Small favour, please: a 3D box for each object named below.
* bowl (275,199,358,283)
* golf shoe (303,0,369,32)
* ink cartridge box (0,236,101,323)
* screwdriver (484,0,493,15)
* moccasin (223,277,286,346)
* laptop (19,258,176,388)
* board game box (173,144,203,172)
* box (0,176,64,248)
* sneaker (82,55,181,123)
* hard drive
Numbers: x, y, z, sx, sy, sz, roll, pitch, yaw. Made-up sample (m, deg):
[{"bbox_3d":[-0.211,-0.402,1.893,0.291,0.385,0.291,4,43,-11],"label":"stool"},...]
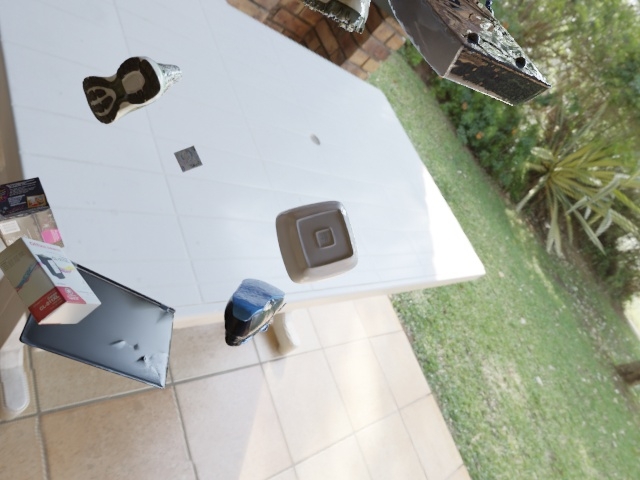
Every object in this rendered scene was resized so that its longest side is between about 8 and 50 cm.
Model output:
[{"bbox_3d":[0.000,0.000,0.746,0.142,0.053,0.142,-14,88,-20],"label":"bowl"},{"bbox_3d":[0.040,-0.417,0.651,0.105,0.120,0.273,20,44,-17],"label":"golf shoe"},{"bbox_3d":[-0.573,0.087,0.892,0.175,0.072,0.127,49,-5,9],"label":"ink cartridge box"},{"bbox_3d":[0.292,-0.432,0.720,0.024,0.170,0.025,-22,40,-29],"label":"screwdriver"},{"bbox_3d":[-0.184,0.176,1.080,0.137,0.117,0.342,23,5,9],"label":"moccasin"},{"bbox_3d":[-0.654,0.232,1.229,0.382,0.408,0.236,38,60,-36],"label":"laptop"},{"bbox_3d":[-0.552,-0.339,1.761,0.090,0.020,0.090,-25,96,-18],"label":"board game box"},{"bbox_3d":[-0.979,-0.069,1.400,0.163,0.247,0.142,-21,67,-30],"label":"box"},{"bbox_3d":[-0.607,-0.486,1.378,0.182,0.410,0.158,-39,121,-52],"label":"sneaker"},{"bbox_3d":[0.178,-0.282,0.555,0.172,0.054,0.255,7,50,-29],"label":"hard drive"}]
